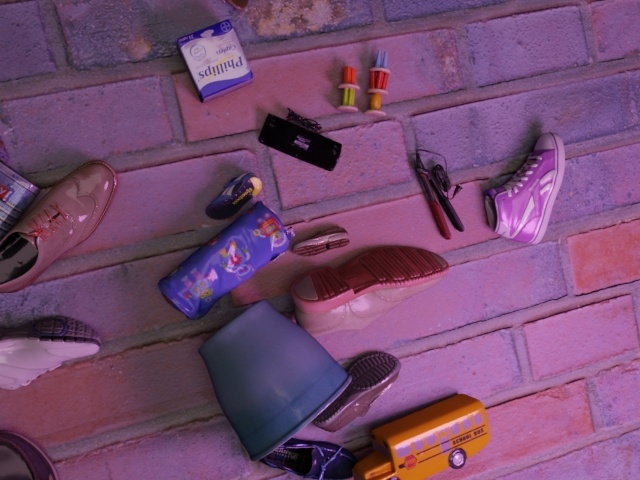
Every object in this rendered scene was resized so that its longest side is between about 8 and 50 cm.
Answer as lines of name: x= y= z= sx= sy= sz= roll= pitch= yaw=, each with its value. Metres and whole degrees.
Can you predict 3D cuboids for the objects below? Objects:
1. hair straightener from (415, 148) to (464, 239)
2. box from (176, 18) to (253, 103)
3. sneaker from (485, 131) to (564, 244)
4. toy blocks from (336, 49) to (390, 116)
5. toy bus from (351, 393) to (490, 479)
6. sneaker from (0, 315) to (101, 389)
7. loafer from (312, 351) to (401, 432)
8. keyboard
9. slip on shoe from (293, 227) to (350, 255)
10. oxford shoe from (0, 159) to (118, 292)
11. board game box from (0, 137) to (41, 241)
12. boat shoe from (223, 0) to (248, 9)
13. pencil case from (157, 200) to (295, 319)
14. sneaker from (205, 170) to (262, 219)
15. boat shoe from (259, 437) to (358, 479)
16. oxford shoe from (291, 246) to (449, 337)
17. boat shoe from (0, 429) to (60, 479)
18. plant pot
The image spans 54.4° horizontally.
hair straightener: x=0.297 y=-0.122 z=1.518 sx=0.089 sy=0.047 sz=0.231 roll=-27 pitch=94 yaw=-11
box: x=-0.230 y=-0.390 z=1.360 sx=0.126 sy=0.072 sz=0.137 roll=-25 pitch=98 yaw=-11
sneaker: x=0.496 y=-0.142 z=1.532 sx=0.160 sy=0.102 sz=0.282 roll=14 pitch=89 yaw=-11
toy blocks: x=0.102 y=-0.372 z=1.450 sx=0.123 sy=0.054 sz=0.148 roll=6 pitch=91 yaw=-14
toy bus: x=0.234 y=0.482 z=1.463 sx=0.332 sy=0.108 sz=0.130 roll=-15 pitch=97 yaw=-21
sneaker: x=-0.608 y=0.237 z=1.292 sx=0.296 sy=0.111 sz=0.130 roll=-5 pitch=109 yaw=-10
loafer: x=0.086 y=0.360 z=1.468 sx=0.251 sy=0.094 sz=0.087 roll=-33 pitch=134 yaw=-12
keyboard: x=-0.040 y=-0.239 z=1.439 sx=0.191 sy=0.038 sz=0.100 roll=21 pitch=110 yaw=-14
slip on shoe: x=0.000 y=0.000 z=1.448 sx=0.135 sy=0.051 sz=0.041 roll=-15 pitch=56 yaw=-5
oxford shoe: x=-0.546 y=-0.023 z=1.268 sx=0.123 sy=0.130 sz=0.348 roll=40 pitch=83 yaw=-12
board game box: x=-0.681 y=-0.124 z=1.255 sx=0.194 sy=0.060 sz=0.194 roll=34 pitch=82 yaw=-1
boat shoe: x=-0.222 y=-0.572 z=1.375 sx=0.153 sy=0.048 sz=0.056 roll=42 pitch=70 yaw=-18
pencil case: x=-0.202 y=0.048 z=1.360 sx=0.306 sy=0.119 sz=0.133 roll=-39 pitch=109 yaw=-9
sneaker: x=-0.195 y=-0.101 z=1.393 sx=0.144 sy=0.059 sz=0.053 roll=-35 pitch=131 yaw=5
boat shoe: x=-0.031 y=0.516 z=1.433 sx=0.258 sy=0.089 sz=0.109 roll=11 pitch=89 yaw=-16
oxford shoe: x=0.117 y=0.120 z=1.456 sx=0.396 sy=0.140 sz=0.147 roll=-12 pitch=126 yaw=-17
boat shoe: x=-0.596 y=0.555 z=1.278 sx=0.132 sy=0.130 sz=0.356 roll=-28 pitch=98 yaw=-11
plant pot: x=-0.117 y=0.277 z=1.328 sx=0.271 sy=0.272 sz=0.255 roll=-38 pitch=86 yaw=-9
